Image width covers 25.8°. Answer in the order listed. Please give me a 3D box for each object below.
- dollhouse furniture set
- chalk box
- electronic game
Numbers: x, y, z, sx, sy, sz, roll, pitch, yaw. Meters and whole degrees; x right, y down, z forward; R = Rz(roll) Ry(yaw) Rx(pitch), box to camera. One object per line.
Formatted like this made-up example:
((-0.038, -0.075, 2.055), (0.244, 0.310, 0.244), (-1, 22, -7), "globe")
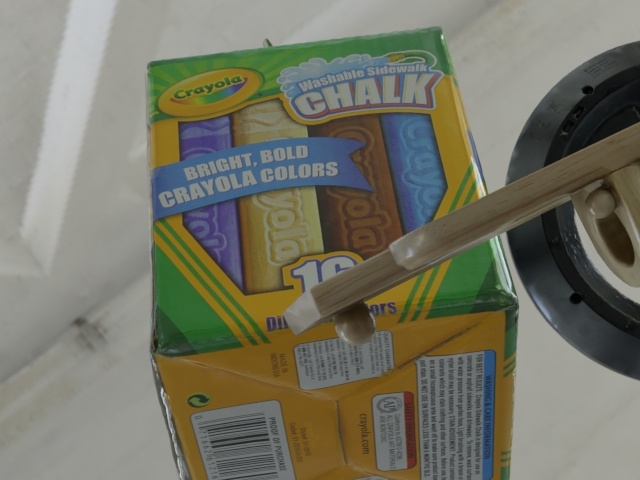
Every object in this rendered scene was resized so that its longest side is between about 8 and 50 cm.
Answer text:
((0.086, 0.051, 0.359), (0.123, 0.144, 0.151), (-25, -95, -12), "dollhouse furniture set")
((0.000, 0.000, 0.810), (0.179, 0.289, 0.180), (-7, -44, 0), "chalk box")
((0.231, -0.020, 0.889), (0.229, 0.229, 0.048), (-43, -10, -6), "electronic game")
